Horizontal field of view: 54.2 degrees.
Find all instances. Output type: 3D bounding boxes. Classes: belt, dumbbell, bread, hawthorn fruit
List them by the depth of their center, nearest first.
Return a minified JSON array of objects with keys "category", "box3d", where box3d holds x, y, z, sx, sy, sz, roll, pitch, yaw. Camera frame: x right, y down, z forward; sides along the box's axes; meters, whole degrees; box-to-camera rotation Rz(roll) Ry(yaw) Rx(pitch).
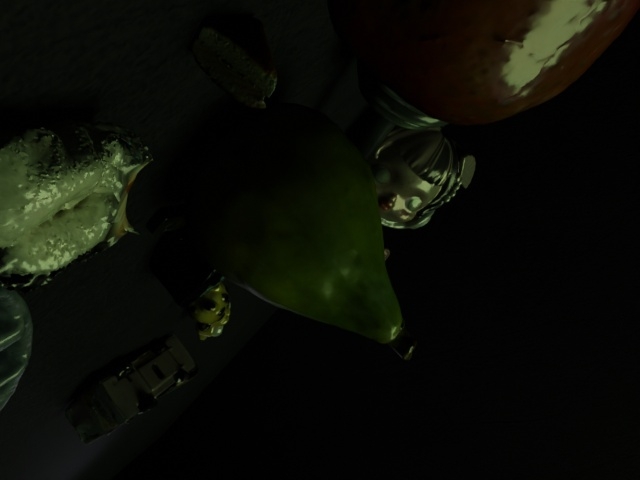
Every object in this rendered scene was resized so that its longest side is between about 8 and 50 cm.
[{"category":"hawthorn fruit","box3d":[0.144,-0.249,0.474,0.254,0.254,0.300,-41,170,-38]},{"category":"bread","box3d":[-0.073,-0.154,0.513,0.062,0.108,0.043,13,129,-30]},{"category":"belt","box3d":[-0.162,0.024,0.903,0.151,0.078,0.198,-37,176,-26]},{"category":"dumbbell","box3d":[0.069,-0.148,0.917,0.179,0.179,0.406,-40,171,-46]}]

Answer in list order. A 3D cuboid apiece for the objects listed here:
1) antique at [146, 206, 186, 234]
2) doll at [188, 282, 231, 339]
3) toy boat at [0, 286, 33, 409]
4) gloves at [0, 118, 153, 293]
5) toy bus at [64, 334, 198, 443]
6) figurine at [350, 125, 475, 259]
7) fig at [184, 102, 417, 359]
[{"category":"antique","box3d":[-0.168,-0.033,0.828,0.031,0.015,0.192,-47,174,17]},{"category":"doll","box3d":[-0.224,0.138,1.256,0.291,0.086,0.117,121,-15,-71]},{"category":"toy boat","box3d":[-0.306,0.104,0.508,0.127,0.078,0.283,-42,173,-39]},{"category":"gloves","box3d":[-0.190,-0.026,0.427,0.153,0.070,0.114,-37,151,-62]},{"category":"toy bus","box3d":[-0.365,0.289,1.234,0.138,0.112,0.317,-37,175,14]},{"category":"figurine","box3d":[0.116,-0.125,1.301,0.361,0.253,0.210,-41,-140,25]},{"category":"fig","box3d":[-0.005,-0.030,0.714,0.233,0.314,0.233,-47,148,-41]}]
